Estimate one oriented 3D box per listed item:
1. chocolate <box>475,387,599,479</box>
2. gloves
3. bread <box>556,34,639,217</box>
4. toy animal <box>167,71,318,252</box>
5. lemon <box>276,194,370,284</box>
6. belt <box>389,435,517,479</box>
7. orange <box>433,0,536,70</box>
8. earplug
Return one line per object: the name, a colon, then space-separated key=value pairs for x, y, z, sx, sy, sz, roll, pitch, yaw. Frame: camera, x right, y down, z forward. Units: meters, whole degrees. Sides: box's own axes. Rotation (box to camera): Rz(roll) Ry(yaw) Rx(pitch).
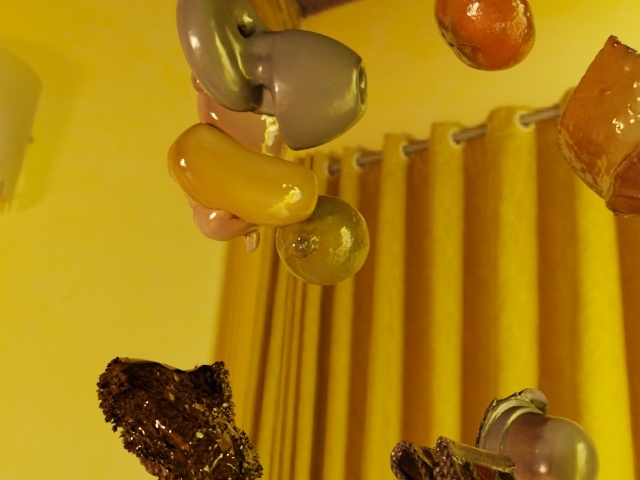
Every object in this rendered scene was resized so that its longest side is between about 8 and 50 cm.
chocolate: x=0.350 y=0.332 z=1.399 sx=0.147 sy=0.221 sz=0.221 roll=-13 pitch=-27 yaw=40
gloves: x=-0.153 y=0.263 z=1.146 sx=0.135 sy=0.312 sz=0.210 roll=-34 pitch=10 yaw=12
bread: x=0.307 y=-0.096 z=0.865 sx=0.139 sy=0.143 sz=0.229 roll=-50 pitch=-29 yaw=19
toy animal: x=-0.190 y=-0.148 z=1.712 sx=0.278 sy=0.345 sz=0.247 roll=-11 pitch=-11 yaw=-36
lemon: x=0.000 y=0.000 z=1.831 sx=0.184 sy=0.184 sz=0.248 roll=-9 pitch=-1 yaw=29
belt: x=0.159 y=0.275 z=0.704 sx=0.094 sy=0.126 sz=0.359 roll=20 pitch=10 yaw=-29
orange: x=0.325 y=-0.436 z=1.822 sx=0.170 sy=0.224 sz=0.224 roll=-34 pitch=-28 yaw=3
earplug: x=-0.076 y=-0.271 z=1.374 sx=0.325 sy=0.214 sz=0.175 roll=34 pitch=-53 yaw=-11
